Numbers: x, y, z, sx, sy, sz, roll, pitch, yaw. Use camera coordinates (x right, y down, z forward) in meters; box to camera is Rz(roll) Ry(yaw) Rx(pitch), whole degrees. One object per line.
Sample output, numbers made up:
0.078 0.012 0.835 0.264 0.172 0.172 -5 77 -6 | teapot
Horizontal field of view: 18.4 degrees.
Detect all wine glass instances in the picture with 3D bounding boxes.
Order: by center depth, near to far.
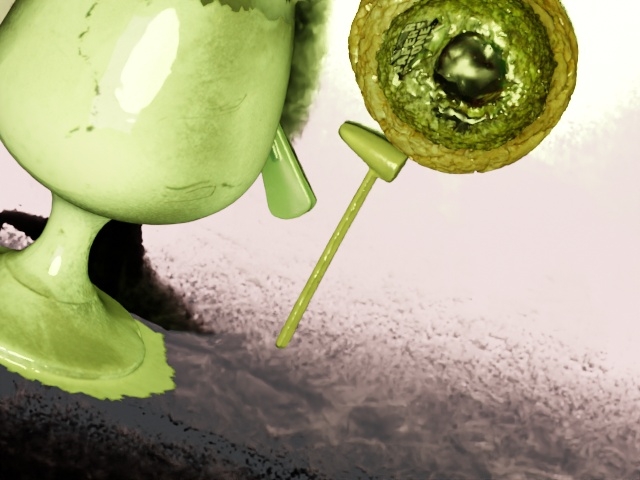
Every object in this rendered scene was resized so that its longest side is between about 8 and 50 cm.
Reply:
-0.154 -0.071 1.490 0.238 0.238 0.323 28 112 2 | wine glass

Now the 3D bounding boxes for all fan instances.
-0.052 -0.108 1.572 0.038 0.016 0.193 -18 98 13 | fan

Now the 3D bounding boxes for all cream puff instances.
0.101 -0.132 1.469 0.183 0.169 0.183 2 102 8 | cream puff

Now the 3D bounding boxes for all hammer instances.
0.000 0.000 1.583 0.060 0.028 0.195 30 105 7 | hammer

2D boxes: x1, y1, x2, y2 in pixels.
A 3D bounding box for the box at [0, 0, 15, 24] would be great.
-0.295 -0.245 1.570 0.245 0.035 0.139 29 104 2 | box
